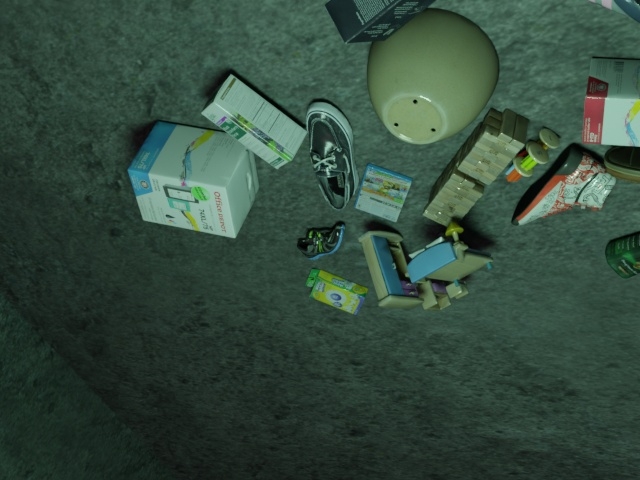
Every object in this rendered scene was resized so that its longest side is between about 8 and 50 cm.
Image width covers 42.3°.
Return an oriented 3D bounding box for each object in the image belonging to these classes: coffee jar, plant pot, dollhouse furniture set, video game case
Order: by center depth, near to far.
[{"bbox_3d":[0.217,-0.314,1.739,0.284,0.191,0.284,14,141,11],"label":"plant pot"},{"bbox_3d":[0.777,0.019,1.956,0.096,0.079,0.184,38,138,-20],"label":"coffee jar"},{"bbox_3d":[0.304,0.027,2.128,0.286,0.198,0.303,8,148,-44],"label":"dollhouse furniture set"},{"bbox_3d":[0.160,-0.121,2.132,0.119,0.015,0.166,20,142,3],"label":"video game case"}]

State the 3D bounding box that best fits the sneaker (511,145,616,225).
[{"bbox_3d":[0.565,-0.092,1.915,0.145,0.090,0.270,28,139,-4],"label":"sneaker"}]

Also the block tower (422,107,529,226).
[{"bbox_3d":[0.356,-0.166,1.928,0.091,0.097,0.335,26,140,-5],"label":"block tower"}]

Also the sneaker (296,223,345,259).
[{"bbox_3d":[0.000,0.000,2.307,0.078,0.067,0.188,33,144,-24],"label":"sneaker"}]

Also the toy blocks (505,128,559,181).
[{"bbox_3d":[0.455,-0.171,1.849,0.054,0.123,0.148,42,140,1],"label":"toy blocks"}]

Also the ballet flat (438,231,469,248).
[{"bbox_3d":[0.358,0.020,2.185,0.114,0.041,0.041,33,140,-13],"label":"ballet flat"}]

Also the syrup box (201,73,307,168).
[{"bbox_3d":[-0.161,-0.286,2.008,0.237,0.096,0.093,35,156,-17],"label":"syrup box"}]

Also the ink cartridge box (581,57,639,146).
[{"bbox_3d":[0.620,-0.273,1.645,0.176,0.128,0.127,7,139,19],"label":"ink cartridge box"}]

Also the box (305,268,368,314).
[{"bbox_3d":[0.043,0.152,2.488,0.179,0.043,0.105,23,141,1],"label":"box"}]

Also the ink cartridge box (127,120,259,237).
[{"bbox_3d":[-0.324,-0.160,2.166,0.270,0.197,0.198,11,141,13],"label":"ink cartridge box"}]

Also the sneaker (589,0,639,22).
[{"bbox_3d":[0.496,-0.480,1.500,0.319,0.112,0.131,33,157,-10],"label":"sneaker"}]

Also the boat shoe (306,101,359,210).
[{"bbox_3d":[0.023,-0.199,2.034,0.108,0.102,0.301,6,139,19],"label":"boat shoe"}]

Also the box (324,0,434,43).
[{"bbox_3d":[0.121,-0.464,1.601,0.158,0.156,0.093,-32,84,36],"label":"box"}]

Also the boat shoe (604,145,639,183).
[{"bbox_3d":[0.760,-0.135,1.756,0.307,0.110,0.104,7,138,19],"label":"boat shoe"}]
